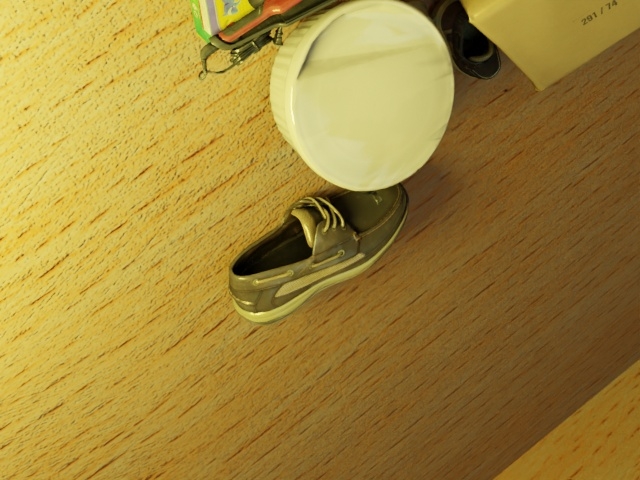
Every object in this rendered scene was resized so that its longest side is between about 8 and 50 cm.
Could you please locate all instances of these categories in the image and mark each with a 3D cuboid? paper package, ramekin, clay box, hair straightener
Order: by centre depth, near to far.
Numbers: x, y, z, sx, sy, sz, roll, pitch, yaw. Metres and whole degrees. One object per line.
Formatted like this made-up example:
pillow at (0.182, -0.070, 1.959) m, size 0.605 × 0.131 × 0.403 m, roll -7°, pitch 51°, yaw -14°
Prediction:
clay box at (-0.070, -0.358, 1.447) m, size 0.222 × 0.053 × 0.127 m, roll -31°, pitch 143°, yaw -20°
hair straightener at (-0.066, -0.274, 1.449) m, size 0.230 × 0.047 × 0.089 m, roll -38°, pitch 149°, yaw -9°
ramekin at (0.050, -0.217, 1.581) m, size 0.272 × 0.127 × 0.273 m, roll -8°, pitch 109°, yaw -25°
paper package at (0.386, -0.420, 1.671) m, size 0.324 × 0.168 × 0.309 m, roll -32°, pitch 152°, yaw 21°

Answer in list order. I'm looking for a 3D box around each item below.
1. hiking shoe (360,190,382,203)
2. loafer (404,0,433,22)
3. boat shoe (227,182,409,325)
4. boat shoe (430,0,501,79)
hiking shoe at (0.061, -0.158, 1.727) m, size 0.086 × 0.114 × 0.227 m, roll -38°, pitch 144°, yaw -13°
loafer at (0.137, -0.251, 1.734) m, size 0.101 × 0.092 × 0.269 m, roll -21°, pitch 138°, yaw -31°
boat shoe at (0.000, 0.000, 1.807) m, size 0.355 × 0.132 × 0.130 m, roll -39°, pitch 145°, yaw -13°
boat shoe at (0.251, -0.319, 1.802) m, size 0.080 × 0.073 × 0.223 m, roll -48°, pitch 145°, yaw 3°
